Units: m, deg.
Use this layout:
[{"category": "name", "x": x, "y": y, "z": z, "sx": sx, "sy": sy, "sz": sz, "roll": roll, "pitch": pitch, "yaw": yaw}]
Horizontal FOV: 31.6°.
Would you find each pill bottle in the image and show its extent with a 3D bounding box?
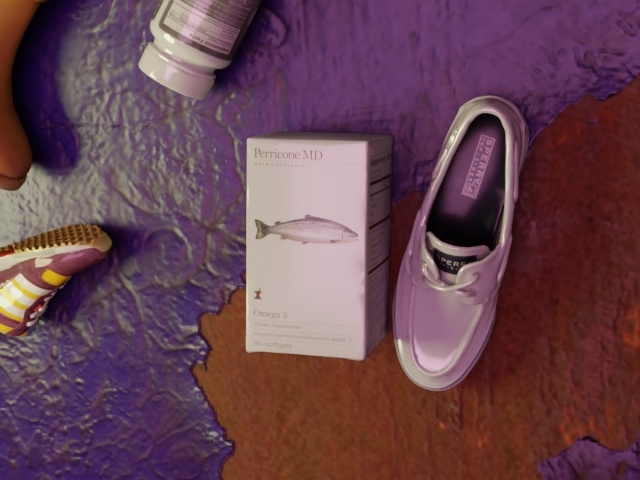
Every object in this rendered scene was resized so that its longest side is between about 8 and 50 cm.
[{"category": "pill bottle", "x": -0.097, "y": -0.195, "z": 0.963, "sx": 0.078, "sy": 0.078, "sz": 0.137, "roll": 31, "pitch": 105, "yaw": 8}]

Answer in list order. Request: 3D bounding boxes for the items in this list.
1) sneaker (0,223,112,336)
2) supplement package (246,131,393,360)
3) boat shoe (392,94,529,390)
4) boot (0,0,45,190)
[{"category": "sneaker", "x": -0.266, "y": 0.043, "z": 1.055, "sx": 0.185, "sy": 0.069, "sz": 0.084, "roll": -14, "pitch": 104, "yaw": 22}, {"category": "supplement package", "x": 0.000, "y": 0.000, "z": 0.954, "sx": 0.105, "sy": 0.105, "sz": 0.179, "roll": 2, "pitch": 99, "yaw": 15}, {"category": "boat shoe", "x": 0.109, "y": 0.007, "z": 0.938, "sx": 0.095, "sy": 0.084, "sz": 0.258, "roll": 10, "pitch": 101, "yaw": 12}, {"category": "boot", "x": -0.277, "y": -0.209, "z": 1.006, "sx": 0.220, "sy": 0.109, "sz": 0.283, "roll": -30, "pitch": 83, "yaw": 13}]
